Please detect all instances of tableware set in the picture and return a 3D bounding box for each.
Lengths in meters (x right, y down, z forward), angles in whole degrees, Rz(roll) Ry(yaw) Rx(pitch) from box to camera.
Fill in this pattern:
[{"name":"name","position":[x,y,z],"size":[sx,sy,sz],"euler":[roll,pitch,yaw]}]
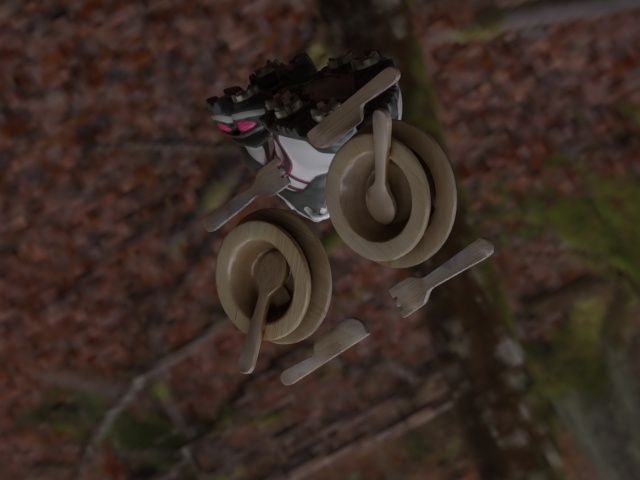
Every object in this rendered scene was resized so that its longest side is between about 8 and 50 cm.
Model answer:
[{"name":"tableware set","position":[0.000,0.000,1.000],"size":[0.194,0.128,0.039],"euler":[-36,165,37]}]

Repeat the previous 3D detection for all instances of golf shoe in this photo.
[{"name":"golf shoe","position":[0.008,-0.077,1.282],"size":[0.105,0.120,0.273],"euler":[-31,-165,-13]}]
